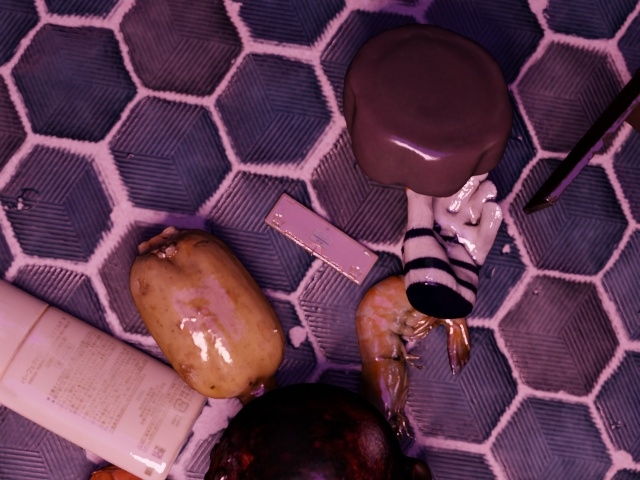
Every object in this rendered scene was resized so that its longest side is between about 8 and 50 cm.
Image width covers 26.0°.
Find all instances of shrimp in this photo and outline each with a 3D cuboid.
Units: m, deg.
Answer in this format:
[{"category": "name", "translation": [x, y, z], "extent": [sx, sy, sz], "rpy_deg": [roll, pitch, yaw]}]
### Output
[{"category": "shrimp", "translation": [0.134, 0.195, 1.968], "extent": [0.169, 0.058, 0.296], "rpy_deg": [1, 83, -7]}]

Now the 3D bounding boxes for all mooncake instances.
[{"category": "mooncake", "translation": [0.146, -0.179, 1.917], "extent": [0.245, 0.133, 0.245], "rpy_deg": [3, 53, -4]}]

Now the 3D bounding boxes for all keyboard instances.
[{"category": "keyboard", "translation": [0.000, 0.000, 1.987], "extent": [0.166, 0.017, 0.055], "rpy_deg": [34, 80, -2]}]

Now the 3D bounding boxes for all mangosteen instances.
[{"category": "mangosteen", "translation": [0.002, 0.327, 1.822], "extent": [0.313, 0.297, 0.297], "rpy_deg": [-9, 87, -19]}]

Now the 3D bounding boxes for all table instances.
[{"category": "table", "translation": [0.477, -0.074, 1.947], "extent": [0.250, 0.196, 0.282], "rpy_deg": [41, 86, -2]}]

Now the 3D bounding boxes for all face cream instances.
[{"category": "face cream", "translation": [-0.336, 0.190, 1.892], "extent": [0.348, 0.081, 0.173], "rpy_deg": [27, 48, -2]}]

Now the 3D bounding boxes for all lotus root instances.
[{"category": "lotus root", "translation": [-0.150, 0.110, 1.904], "extent": [0.160, 0.146, 0.284], "rpy_deg": [-33, 91, 9]}]

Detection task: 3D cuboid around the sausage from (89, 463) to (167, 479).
[{"category": "sausage", "translation": [-0.183, 0.420, 1.904], "extent": [0.330, 0.102, 0.102], "rpy_deg": [40, 84, -1]}]

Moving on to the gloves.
[{"category": "gloves", "translation": [0.179, -0.009, 1.961], "extent": [0.140, 0.131, 0.218], "rpy_deg": [9, 55, 0]}]
